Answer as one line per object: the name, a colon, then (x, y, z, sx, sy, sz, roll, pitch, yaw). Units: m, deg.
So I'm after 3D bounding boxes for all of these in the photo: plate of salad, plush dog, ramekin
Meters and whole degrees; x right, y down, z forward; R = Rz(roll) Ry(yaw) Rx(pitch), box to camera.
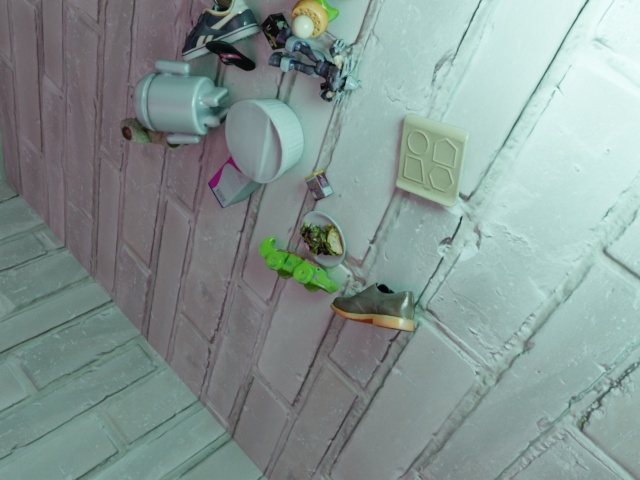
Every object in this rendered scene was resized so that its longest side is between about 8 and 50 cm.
plate of salad: (0.000, 0.000, 2.019, 0.200, 0.048, 0.199, 24, 128, 35)
plush dog: (-0.596, -0.475, 2.303, 0.263, 0.210, 0.225, 10, 107, 10)
ramekin: (-0.170, -0.326, 1.952, 0.273, 0.127, 0.272, 23, 126, 36)

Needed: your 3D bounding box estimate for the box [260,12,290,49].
box: (-0.127, -0.615, 1.805, 0.062, 0.052, 0.083, -30, 87, 50)

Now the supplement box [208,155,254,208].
supplement box: (-0.283, -0.219, 2.140, 0.220, 0.114, 0.111, -35, 84, 50)

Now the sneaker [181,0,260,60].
sneaker: (-0.331, -0.666, 1.935, 0.321, 0.126, 0.127, -10, 109, 37)

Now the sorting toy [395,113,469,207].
sorting toy: (0.293, -0.212, 1.614, 0.193, 0.038, 0.208, 26, 124, 34)

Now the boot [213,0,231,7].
boot: (-0.183, -0.789, 1.709, 0.280, 0.096, 0.264, 14, 90, 38)

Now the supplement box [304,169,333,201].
supplement box: (-0.005, -0.172, 1.931, 0.055, 0.043, 0.083, -20, 95, 49)

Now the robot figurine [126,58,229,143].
robot figurine: (-0.489, -0.467, 2.096, 0.354, 0.199, 0.299, 8, 120, 13)

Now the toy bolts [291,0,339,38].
toy bolts: (-0.025, -0.645, 1.551, 0.218, 0.158, 0.228, -18, 121, 44)

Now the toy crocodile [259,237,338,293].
toy crocodile: (-0.079, 0.092, 2.117, 0.341, 0.105, 0.115, 23, 168, 35)

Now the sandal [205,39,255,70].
sandal: (-0.276, -0.565, 1.901, 0.067, 0.179, 0.040, -13, 64, 44)

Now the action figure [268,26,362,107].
action figure: (-0.001, -0.490, 1.716, 0.285, 0.099, 0.185, 31, 125, 15)

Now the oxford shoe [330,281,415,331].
oxford shoe: (0.167, 0.199, 1.932, 0.364, 0.130, 0.132, 4, 81, 52)
